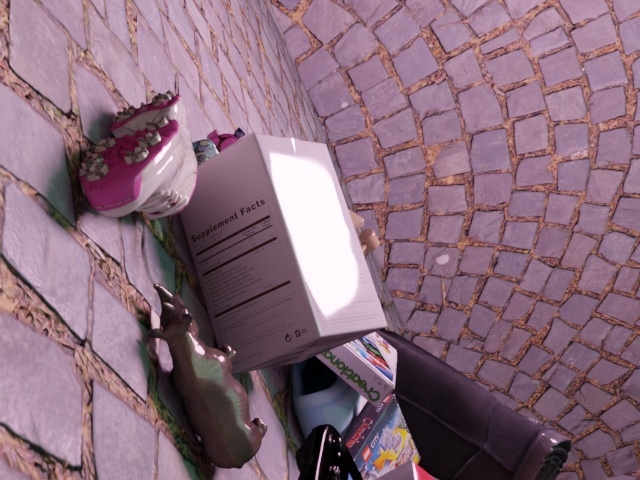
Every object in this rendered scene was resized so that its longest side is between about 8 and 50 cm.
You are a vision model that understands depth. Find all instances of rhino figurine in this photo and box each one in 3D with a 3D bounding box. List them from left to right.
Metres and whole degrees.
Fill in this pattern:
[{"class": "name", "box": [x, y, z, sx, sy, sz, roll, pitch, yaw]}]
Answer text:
[{"class": "rhino figurine", "box": [-0.133, 0.154, 1.025, 0.106, 0.073, 0.243, -88, 155, -75]}]

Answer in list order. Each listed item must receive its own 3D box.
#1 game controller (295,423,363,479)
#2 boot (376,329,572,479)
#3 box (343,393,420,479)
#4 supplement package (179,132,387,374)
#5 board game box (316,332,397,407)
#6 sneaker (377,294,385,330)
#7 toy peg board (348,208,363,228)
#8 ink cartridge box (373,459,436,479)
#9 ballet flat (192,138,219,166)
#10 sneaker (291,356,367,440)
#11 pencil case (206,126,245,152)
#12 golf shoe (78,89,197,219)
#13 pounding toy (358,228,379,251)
[{"class": "game controller", "box": [0.050, 0.377, 1.065, 0.166, 0.067, 0.319, -91, 158, -64]}, {"class": "boot", "box": [0.180, 0.403, 1.638, 0.445, 0.367, 0.146, 29, -7, 37]}, {"class": "box", "box": [0.075, 0.384, 1.453, 0.233, 0.044, 0.159, -50, 129, -40]}, {"class": "supplement package", "box": [-0.061, 0.020, 1.271, 0.177, 0.175, 0.293, 1, 68, -54]}, {"class": "board game box", "box": [-0.001, 0.133, 1.496, 0.305, 0.053, 0.193, 41, 12, -2]}, {"class": "sneaker", "box": [0.056, 0.118, 2.003, 0.104, 0.146, 0.296, -14, 83, -79]}, {"class": "toy peg board", "box": [-0.031, -0.017, 1.662, 0.161, 0.160, 0.079, 36, -47, 46]}, {"class": "ink cartridge box", "box": [0.175, 0.470, 1.309, 0.309, 0.272, 0.130, 45, 22, -32]}, {"class": "ballet flat", "box": [-0.164, -0.069, 1.405, 0.070, 0.070, 0.188, -96, 162, -57]}, {"class": "sneaker", "box": [0.019, 0.219, 1.591, 0.366, 0.135, 0.150, -91, 164, -65]}, {"class": "pencil case", "box": [-0.134, -0.089, 1.515, 0.098, 0.095, 0.209, 56, -6, 45]}, {"class": "golf shoe", "box": [-0.195, -0.078, 1.053, 0.306, 0.115, 0.140, -86, 158, -66]}, {"class": "pounding toy", "box": [0.006, 0.003, 1.755, 0.181, 0.206, 0.094, -94, 161, -60]}]
